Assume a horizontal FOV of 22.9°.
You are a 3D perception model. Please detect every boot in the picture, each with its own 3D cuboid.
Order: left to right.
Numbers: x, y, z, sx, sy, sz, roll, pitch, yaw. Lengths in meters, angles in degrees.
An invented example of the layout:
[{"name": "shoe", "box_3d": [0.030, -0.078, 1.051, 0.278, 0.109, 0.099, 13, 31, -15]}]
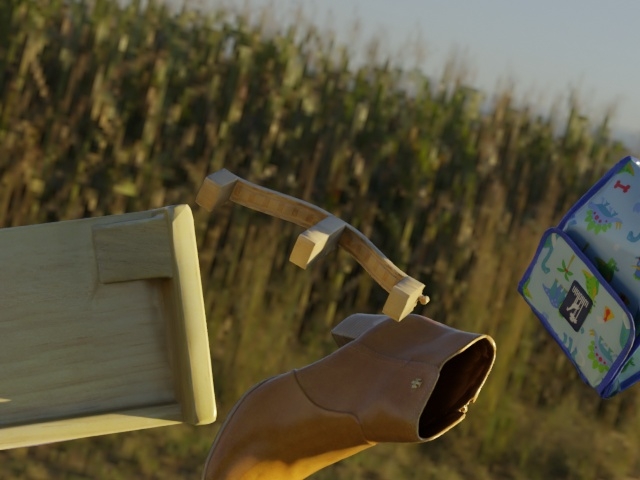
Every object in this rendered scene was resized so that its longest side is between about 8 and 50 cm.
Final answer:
[{"name": "boot", "box_3d": [0.027, 0.181, 1.586, 0.211, 0.295, 0.104, 9, -40, 55]}]

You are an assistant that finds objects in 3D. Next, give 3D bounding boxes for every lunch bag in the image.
[{"name": "lunch bag", "box_3d": [0.241, 0.032, 1.253, 0.096, 0.151, 0.129, 24, 26, -49]}]

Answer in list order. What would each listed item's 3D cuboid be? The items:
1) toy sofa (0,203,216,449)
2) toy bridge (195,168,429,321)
[{"name": "toy sofa", "box_3d": [-0.262, 0.071, 1.060, 0.362, 0.150, 0.177, -7, -1, -18]}, {"name": "toy bridge", "box_3d": [0.000, 0.000, 1.188, 0.188, 0.026, 0.063, 30, 26, 14]}]
